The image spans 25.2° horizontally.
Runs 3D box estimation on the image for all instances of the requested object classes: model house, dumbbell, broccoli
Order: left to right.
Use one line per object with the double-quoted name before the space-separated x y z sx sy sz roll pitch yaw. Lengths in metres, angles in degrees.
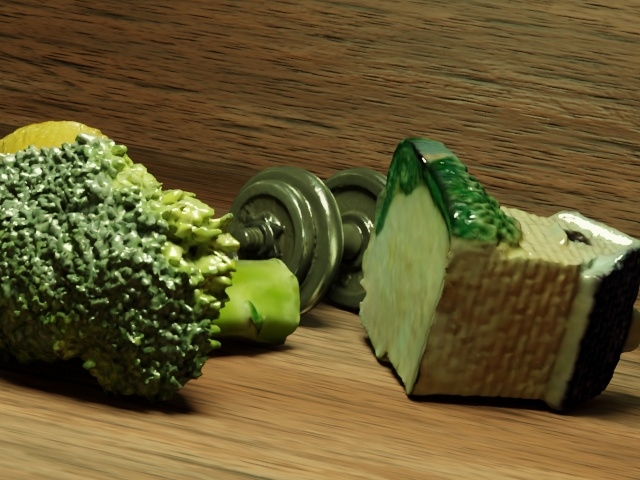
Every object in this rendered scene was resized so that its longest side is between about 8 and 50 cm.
"broccoli" -0.162 0.048 1.427 0.397 0.275 0.353 27 20 -23
"dumbbell" 0.000 0.000 1.802 0.192 0.192 0.290 17 11 41
"model house" 0.210 0.045 1.599 0.284 0.243 0.298 11 20 -15

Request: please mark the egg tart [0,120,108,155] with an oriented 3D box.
"egg tart" -0.329 -0.032 1.743 0.203 0.202 0.147 8 23 -5
